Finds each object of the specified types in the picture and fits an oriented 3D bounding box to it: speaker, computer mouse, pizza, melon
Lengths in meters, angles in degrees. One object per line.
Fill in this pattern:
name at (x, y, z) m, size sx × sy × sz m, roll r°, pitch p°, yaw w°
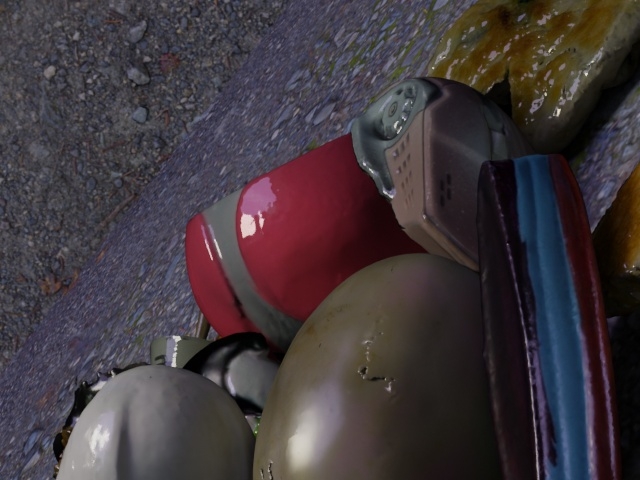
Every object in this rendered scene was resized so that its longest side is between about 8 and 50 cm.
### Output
speaker at (0.000, 0.000, 1.708) m, size 0.294 × 0.294 × 0.294 m, roll -47°, pitch 19°, yaw 21°
computer mouse at (0.150, -0.061, 1.546) m, size 0.115 × 0.199 × 0.389 m, roll -56°, pitch 29°, yaw 26°
pizza at (0.319, -0.043, 1.265) m, size 0.323 × 0.089 × 0.223 m, roll -55°, pitch 11°, yaw 1°
melon at (0.063, 0.160, 1.326) m, size 0.223 × 0.223 × 0.317 m, roll -31°, pitch 30°, yaw 51°

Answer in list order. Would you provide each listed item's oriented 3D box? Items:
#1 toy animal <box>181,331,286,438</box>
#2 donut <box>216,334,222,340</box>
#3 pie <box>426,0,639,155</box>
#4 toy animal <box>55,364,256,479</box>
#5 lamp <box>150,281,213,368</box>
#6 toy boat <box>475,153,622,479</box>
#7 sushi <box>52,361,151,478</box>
toy animal at (-0.087, 0.236, 1.581) m, size 0.212 × 0.212 × 0.267 m, roll -44°, pitch 20°, yaw 29°
donut at (-0.092, 0.150, 2.004) m, size 0.152 × 0.058 × 0.152 m, roll -43°, pitch 23°, yaw 24°
pie at (0.247, -0.220, 1.738) m, size 0.337 × 0.075 × 0.337 m, roll -35°, pitch 34°, yaw 29°
toy animal at (-0.149, 0.264, 1.353) m, size 0.249 × 0.289 × 0.174 m, roll -32°, pitch 16°, yaw -27°
lamp at (-0.170, 0.141, 2.114) m, size 0.121 × 0.121 × 0.215 m, roll -29°, pitch 43°, yaw 53°
toy boat at (0.179, 0.081, 1.236) m, size 0.136 × 0.079 × 0.392 m, roll 120°, pitch 154°, yaw -51°
sushi at (-0.203, 0.282, 1.825) m, size 0.219 × 0.225 × 0.238 m, roll -107°, pitch 11°, yaw -53°
